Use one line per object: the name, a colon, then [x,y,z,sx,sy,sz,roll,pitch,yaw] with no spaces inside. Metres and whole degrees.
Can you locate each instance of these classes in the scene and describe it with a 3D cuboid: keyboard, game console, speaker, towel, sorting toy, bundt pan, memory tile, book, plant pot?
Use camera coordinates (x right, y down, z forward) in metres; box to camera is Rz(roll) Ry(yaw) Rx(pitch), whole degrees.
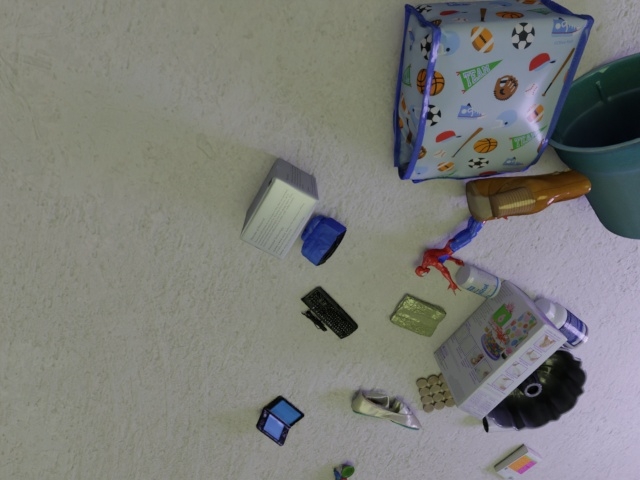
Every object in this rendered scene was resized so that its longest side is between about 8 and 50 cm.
keyboard: [0.021,0.229,1.373,0.100,0.038,0.192,-39,110,13]
game console: [-0.128,0.583,1.504,0.071,0.107,0.122,-28,115,40]
speaker: [0.621,0.615,1.572,0.136,0.055,0.055,-4,114,-1]
towel: [0.292,0.229,1.396,0.148,0.027,0.110,23,111,-13]
sorting toy: [0.075,0.822,1.642,0.061,0.042,0.101,20,100,-28]
bundt pan: [0.634,0.424,1.452,0.331,0.124,0.330,-1,114,-2]
memory tile: [0.380,0.498,1.529,0.113,0.012,0.147,-16,113,4]
book: [0.712,0.804,1.675,0.096,0.035,0.144,37,107,-21]
plant pot: [0.744,-0.199,1.087,0.341,0.341,0.334,-34,119,11]

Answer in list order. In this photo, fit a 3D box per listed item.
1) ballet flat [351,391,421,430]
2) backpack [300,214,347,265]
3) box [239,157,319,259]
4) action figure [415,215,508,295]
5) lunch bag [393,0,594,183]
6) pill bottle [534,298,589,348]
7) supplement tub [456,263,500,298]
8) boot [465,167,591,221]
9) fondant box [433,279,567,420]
ballet flat: [0.223,0.545,1.508,0.249,0.086,0.086,18,111,-10]
backpack: [0.000,0.000,1.241,0.101,0.098,0.120,36,110,13]
box: [-0.100,-0.082,1.148,0.119,0.181,0.181,28,110,-14]
action figure: [0.395,0.034,1.277,0.280,0.091,0.139,-37,99,12]
lunch bag: [0.340,-0.312,1.040,0.328,0.238,0.385,-5,130,-3]
pill bottle: [0.710,0.245,1.392,0.169,0.094,0.094,35,107,-17]
supplement tub: [0.451,0.117,1.333,0.107,0.071,0.071,22,111,-13]
boot: [0.480,-0.111,1.111,0.212,0.295,0.104,-13,99,3]
fondant box: [0.492,0.306,1.327,0.096,0.238,0.330,32,108,-16]
